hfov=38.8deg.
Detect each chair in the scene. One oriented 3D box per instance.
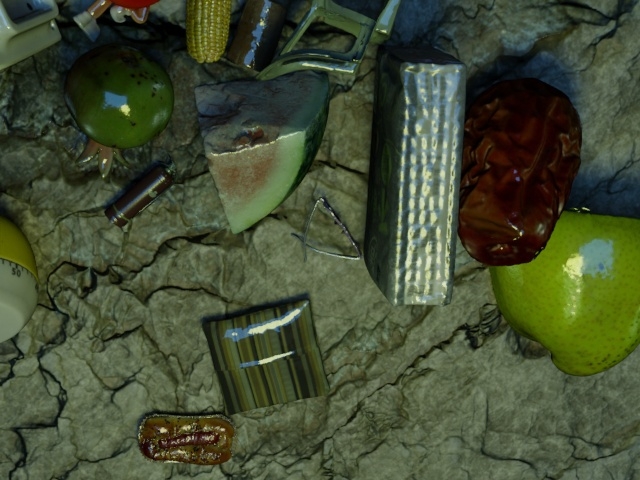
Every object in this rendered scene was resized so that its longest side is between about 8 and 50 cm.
[{"bbox_3d":[0.026,-0.365,1.477,0.191,0.203,0.274,18,93,-2],"label":"chair"}]

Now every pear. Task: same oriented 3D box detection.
[{"bbox_3d":[0.477,0.092,1.654,0.343,0.238,0.317,6,98,-8],"label":"pear"}]

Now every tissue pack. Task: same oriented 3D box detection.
[{"bbox_3d":[0.150,-0.118,1.524,0.124,0.288,0.394,1,106,-5],"label":"tissue pack"}]

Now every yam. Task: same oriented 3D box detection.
[{"bbox_3d":[-0.105,-0.349,1.534,0.084,0.084,0.127,20,105,-12],"label":"yam"}]

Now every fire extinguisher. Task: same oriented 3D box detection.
[{"bbox_3d":[-0.311,-0.086,1.612,0.158,0.043,0.064,-39,137,7],"label":"fire extinguisher"}]

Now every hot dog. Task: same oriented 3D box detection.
[{"bbox_3d":[-0.256,0.386,1.757,0.191,0.059,0.108,3,102,-5],"label":"hot dog"}]

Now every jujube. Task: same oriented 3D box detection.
[{"bbox_3d":[0.322,-0.118,1.524,0.216,0.216,0.342,26,61,-13],"label":"jujube"}]

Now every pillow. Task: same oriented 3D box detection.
[{"bbox_3d":[-0.102,0.225,1.725,0.212,0.052,0.208,-12,113,0],"label":"pillow"}]

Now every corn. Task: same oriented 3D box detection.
[{"bbox_3d":[-0.184,-0.412,1.507,0.080,0.080,0.238,4,105,-7],"label":"corn"}]

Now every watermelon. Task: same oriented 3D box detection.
[{"bbox_3d":[-0.108,-0.166,1.574,0.232,0.193,0.310,29,116,-33],"label":"watermelon"}]

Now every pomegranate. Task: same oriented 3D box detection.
[{"bbox_3d":[-0.343,-0.213,1.513,0.182,0.181,0.224,22,123,-12],"label":"pomegranate"}]

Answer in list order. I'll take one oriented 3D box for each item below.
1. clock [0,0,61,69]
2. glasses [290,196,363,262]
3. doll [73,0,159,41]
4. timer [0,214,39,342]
[{"bbox_3d":[-0.498,-0.382,1.380,0.116,0.262,0.231,-19,109,17],"label":"clock"},{"bbox_3d":[0.000,0.000,1.663,0.104,0.062,0.140,-32,107,5],"label":"glasses"},{"bbox_3d":[-0.324,-0.436,1.472,0.217,0.085,0.183,-30,134,2],"label":"doll"},{"bbox_3d":[-0.614,0.026,1.535,0.285,0.285,0.285,-2,107,-6],"label":"timer"}]
